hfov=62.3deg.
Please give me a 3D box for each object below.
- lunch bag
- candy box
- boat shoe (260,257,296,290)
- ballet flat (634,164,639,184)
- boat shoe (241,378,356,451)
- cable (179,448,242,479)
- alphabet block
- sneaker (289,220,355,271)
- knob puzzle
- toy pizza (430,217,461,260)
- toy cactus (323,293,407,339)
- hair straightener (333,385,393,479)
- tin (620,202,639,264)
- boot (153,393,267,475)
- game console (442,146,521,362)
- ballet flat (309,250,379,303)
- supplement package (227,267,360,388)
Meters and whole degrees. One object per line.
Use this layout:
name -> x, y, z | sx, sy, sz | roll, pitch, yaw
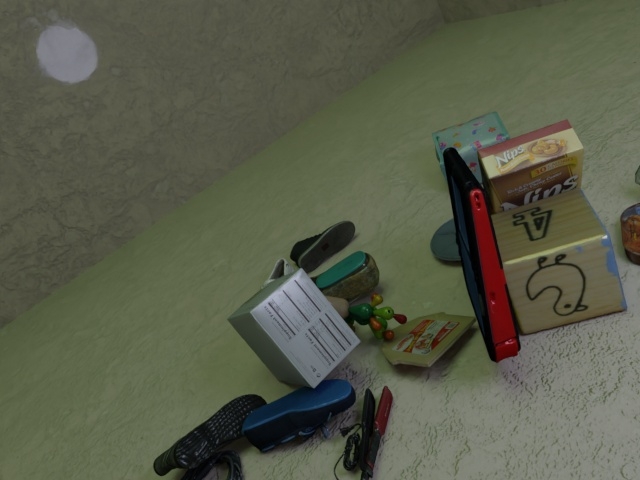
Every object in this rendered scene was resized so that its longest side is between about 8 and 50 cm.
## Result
lunch bag -> 0.475, -0.294, 1.658 | 0.223, 0.160, 0.262 | -20, 34, 18
candy box -> 0.457, -0.102, 1.151 | 0.182, 0.316, 0.088 | -19, 55, 12
boat shoe -> -0.138, 0.155, 1.532 | 0.098, 0.096, 0.277 | -17, 29, 21
ballet flat -> 0.882, -0.161, 1.078 | 0.408, 0.147, 0.147 | -17, 29, 23
boat shoe -> -0.036, 0.363, 1.097 | 0.258, 0.089, 0.109 | -24, 14, 22
cable -> -0.241, 0.509, 1.089 | 0.184, 0.047, 0.150 | -42, 22, -33
alphabet block -> 0.462, 0.040, 1.059 | 0.197, 0.192, 0.193 | -20, 27, 19
sneaker -> 0.000, 0.000, 1.683 | 0.222, 0.083, 0.118 | -36, 27, -12
knob puzzle -> 0.217, 0.219, 1.153 | 0.213, 0.030, 0.213 | -24, 14, 6
toy pizza -> 0.386, -0.008, 1.385 | 0.201, 0.032, 0.201 | -23, 28, 13
toy cactus -> 0.083, 0.159, 1.213 | 0.219, 0.180, 0.112 | -5, 65, 69
hair straightener -> 0.078, 0.382, 1.007 | 0.089, 0.047, 0.230 | -14, 35, 28
tin -> 0.692, -0.017, 1.106 | 0.106, 0.040, 0.190 | -14, 30, 35
boot -> -0.244, 0.426, 1.171 | 0.246, 0.083, 0.161 | -21, -10, -40
game console -> 0.300, 0.012, 1.042 | 0.060, 0.342, 0.386 | -16, 17, 12
ballet flat -> -0.002, 0.147, 1.401 | 0.348, 0.123, 0.123 | -27, 27, 12
supplement package -> -0.071, 0.198, 1.181 | 0.145, 0.204, 0.262 | -41, 5, -23
